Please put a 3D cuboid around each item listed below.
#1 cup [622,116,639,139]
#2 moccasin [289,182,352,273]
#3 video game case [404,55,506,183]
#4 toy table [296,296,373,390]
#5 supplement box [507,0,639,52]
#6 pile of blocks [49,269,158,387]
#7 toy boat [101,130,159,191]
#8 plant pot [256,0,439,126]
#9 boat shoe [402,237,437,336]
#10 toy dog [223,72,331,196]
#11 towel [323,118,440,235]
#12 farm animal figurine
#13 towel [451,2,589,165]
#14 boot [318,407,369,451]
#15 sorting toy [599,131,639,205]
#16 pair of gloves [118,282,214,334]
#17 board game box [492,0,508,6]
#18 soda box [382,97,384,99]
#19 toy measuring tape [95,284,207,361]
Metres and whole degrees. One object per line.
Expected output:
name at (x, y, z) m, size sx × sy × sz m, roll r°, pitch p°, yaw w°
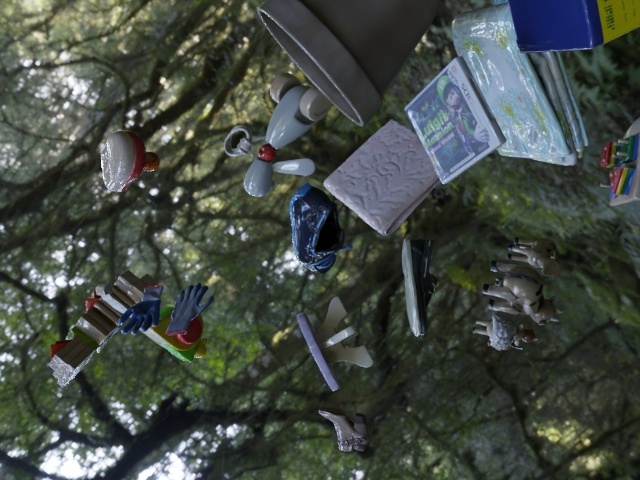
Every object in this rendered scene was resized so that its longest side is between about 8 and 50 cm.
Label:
cup at (1.032, -0.196, 1.885) m, size 0.331 × 0.331 × 0.236 m, roll 37°, pitch -137°, yaw -14°
moccasin at (0.000, 0.000, 1.684) m, size 0.117 × 0.137 × 0.342 m, roll 29°, pitch 160°, yaw 24°
video game case at (0.242, -0.215, 1.230) m, size 0.022 × 0.190 × 0.173 m, roll -21°, pitch -98°, yaw -27°
toy table at (0.050, 0.336, 2.207) m, size 0.274 × 0.161 × 0.252 m, roll 62°, pitch -179°, yaw 0°
supplement box at (0.528, -0.491, 1.188) m, size 0.195 × 0.357 × 0.194 m, roll 30°, pitch 144°, yaw 64°
pile of blocks at (-0.600, 0.214, 1.787) m, size 0.113 × 0.362 × 0.149 m, roll 40°, pitch 152°, yaw -2°
toy boat at (-0.538, -0.228, 1.918) m, size 0.151 × 0.231 × 0.150 m, roll -5°, pitch -96°, yaw -27°
plant pot at (0.079, -0.445, 1.367) m, size 0.323 × 0.280 × 0.323 m, roll 47°, pitch -176°, yaw -5°
boat shoe at (0.237, 0.106, 1.551) m, size 0.084 × 0.079 × 0.232 m, roll 107°, pitch 164°, yaw -70°
toy dog at (-0.077, -0.273, 1.735) m, size 0.161 × 0.334 × 0.220 m, roll 9°, pitch -135°, yaw -51°
towel at (0.208, -0.199, 2.019) m, size 0.332 × 0.317 × 0.053 m, roll 43°, pitch 175°, yaw 46°
farm animal figurine at (0.540, 0.133, 1.728) m, size 0.172 × 0.330 × 0.327 m, roll 11°, pitch 172°, yaw 29°
towel at (0.443, -0.355, 1.533) m, size 0.374 × 0.090 × 0.320 m, roll 64°, pitch 171°, yaw -18°
boot at (0.051, 0.422, 1.477) m, size 0.119 × 0.086 × 0.042 m, roll 7°, pitch -172°, yaw 14°
sorting toy at (0.588, -0.141, 1.301) m, size 0.047 × 0.132 × 0.274 m, roll 8°, pitch 178°, yaw 4°
pair of gloves at (-0.331, 0.145, 1.438) m, size 0.159 × 0.198 × 0.023 m, roll -77°, pitch -21°, yaw -51°
board game box at (0.604, -0.656, 1.703) m, size 0.079 × 0.336 × 0.253 m, roll 56°, pitch 180°, yaw 36°
soda box at (0.084, -0.510, 1.951) m, size 0.263 × 0.092 × 0.083 m, roll 65°, pitch 164°, yaw -8°
toy measuring tape at (-0.374, 0.169, 1.565) m, size 0.330 × 0.121 × 0.121 m, roll 49°, pitch -171°, yaw -35°
